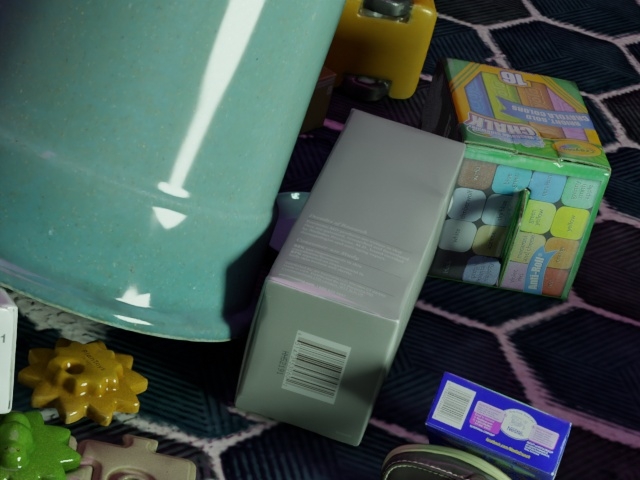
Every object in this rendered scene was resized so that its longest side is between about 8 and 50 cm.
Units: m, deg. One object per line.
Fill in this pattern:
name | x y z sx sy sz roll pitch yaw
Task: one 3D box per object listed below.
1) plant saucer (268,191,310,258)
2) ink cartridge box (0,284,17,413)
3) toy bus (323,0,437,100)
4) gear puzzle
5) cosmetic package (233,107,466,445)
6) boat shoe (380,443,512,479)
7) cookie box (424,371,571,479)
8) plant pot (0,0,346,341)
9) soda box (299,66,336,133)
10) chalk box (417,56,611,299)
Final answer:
plant saucer | 0.000 0.000 1.387 0.119 0.021 0.119 12 31 -7
ink cartridge box | -0.291 0.042 1.089 0.140 0.082 0.191 -5 27 -28
toy bus | -0.062 -0.229 1.659 0.333 0.108 0.130 8 29 -12
gear puzzle | -0.151 0.153 1.034 0.175 0.044 0.339 12 30 -5
cosmetic package | 0.026 0.021 1.237 0.107 0.127 0.238 17 35 3
boat shoe | 0.107 0.180 1.101 0.152 0.056 0.049 22 25 10
cookie box | 0.119 0.132 1.144 0.092 0.040 0.107 22 -13 11
plant pot | -0.134 -0.157 1.179 0.341 0.334 0.341 23 12 -5
soda box | -0.068 -0.120 1.521 0.061 0.058 0.181 33 34 27
chalk box | 0.157 -0.043 1.424 0.132 0.132 0.213 10 31 -10
